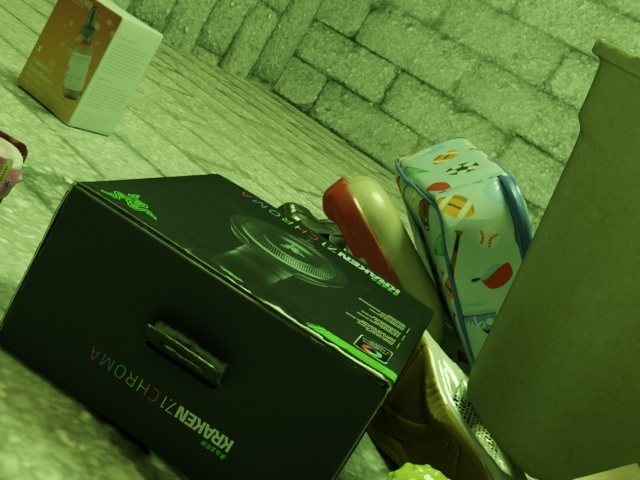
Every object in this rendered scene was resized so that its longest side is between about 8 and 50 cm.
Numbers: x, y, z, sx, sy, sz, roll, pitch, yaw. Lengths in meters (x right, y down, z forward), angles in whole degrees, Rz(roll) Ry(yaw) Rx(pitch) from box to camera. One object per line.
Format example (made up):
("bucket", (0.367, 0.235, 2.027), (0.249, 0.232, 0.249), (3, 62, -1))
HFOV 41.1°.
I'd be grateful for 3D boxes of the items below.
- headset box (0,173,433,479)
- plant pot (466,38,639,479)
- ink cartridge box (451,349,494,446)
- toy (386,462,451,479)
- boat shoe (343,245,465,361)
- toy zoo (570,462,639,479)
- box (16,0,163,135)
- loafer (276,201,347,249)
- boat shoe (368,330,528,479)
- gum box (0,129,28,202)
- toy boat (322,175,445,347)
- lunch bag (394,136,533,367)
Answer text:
("headset box", (-0.062, 0.065, 0.651), (0.246, 0.131, 0.283), (33, 12, 9))
("plant pot", (0.287, 0.056, 0.679), (0.334, 0.305, 0.334), (25, 19, -9))
("ink cartridge box", (0.203, 0.194, 0.976), (0.135, 0.056, 0.099), (31, 11, 1))
("toy", (0.045, 0.164, 0.477), (0.237, 0.137, 0.056), (22, 36, -43))
("boat shoe", (0.149, 0.088, 1.193), (0.305, 0.091, 0.109), (37, 13, 26))
("toy zoo", (0.176, 0.254, 0.393), (0.192, 0.030, 0.293), (11, 50, -50))
("box", (-0.333, -0.261, 1.229), (0.130, 0.170, 0.091), (36, 12, 26))
("loafer", (0.000, 0.000, 1.302), (0.170, 0.062, 0.061), (19, 39, -36))
("boat shoe", (0.113, 0.170, 0.765), (0.096, 0.098, 0.277), (26, 22, -28))
("gum box", (-0.309, -0.057, 0.586), (0.188, 0.107, 0.062), (29, 12, -13))
("toy boat", (0.045, 0.048, 0.985), (0.231, 0.151, 0.151), (62, 4, -8))
("lunch bag", (0.178, 0.017, 1.004), (0.303, 0.115, 0.243), (-98, 170, -71))
